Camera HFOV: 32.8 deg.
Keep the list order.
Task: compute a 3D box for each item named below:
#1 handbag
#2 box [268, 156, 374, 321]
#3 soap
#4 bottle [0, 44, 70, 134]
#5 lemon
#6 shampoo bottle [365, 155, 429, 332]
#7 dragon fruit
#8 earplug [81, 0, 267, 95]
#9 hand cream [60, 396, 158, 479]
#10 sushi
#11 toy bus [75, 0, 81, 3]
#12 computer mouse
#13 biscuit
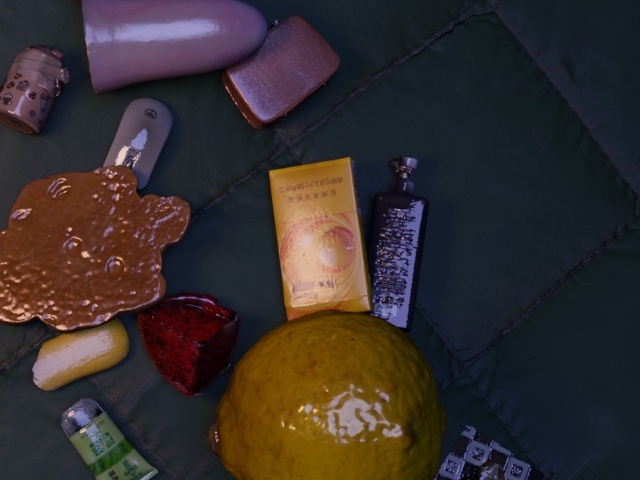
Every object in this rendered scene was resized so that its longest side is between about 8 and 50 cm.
[{"bbox_3d":[-0.076,-0.300,1.915,0.193,0.072,0.151,-41,93,-13],"label":"handbag"},{"bbox_3d":[0.000,0.000,1.877,0.152,0.043,0.269,-10,83,14],"label":"box"},{"bbox_3d":[-0.398,0.183,1.791,0.168,0.033,0.089,-21,86,-15],"label":"soap"},{"bbox_3d":[-0.476,-0.259,1.803,0.098,0.099,0.152,25,74,-9],"label":"bottle"},{"bbox_3d":[0.013,0.285,1.722,0.387,0.350,0.350,-1,83,-7],"label":"lemon"},{"bbox_3d":[0.134,0.003,1.918,0.098,0.071,0.310,8,81,6],"label":"shampoo bottle"},{"bbox_3d":[-0.228,0.162,1.819,0.161,0.120,0.127,30,118,17],"label":"dragon fruit"},{"bbox_3d":[-0.238,-0.341,1.815,0.301,0.172,0.173,-7,84,-9],"label":"earplug"},{"bbox_3d":[-0.353,0.339,1.774,0.095,0.046,0.175,-36,94,-18],"label":"hand cream"},{"bbox_3d":[0.286,0.459,1.912,0.192,0.040,0.210,34,76,-7],"label":"sushi"},{"bbox_3d":[-0.303,-0.510,1.855,0.289,0.139,0.157,-17,90,-14],"label":"toy bus"},{"bbox_3d":[-0.312,-0.164,1.849,0.089,0.056,0.182,22,79,-5],"label":"computer mouse"},{"bbox_3d":[-0.390,0.013,1.786,0.375,0.051,0.269,-19,78,-5],"label":"biscuit"}]
